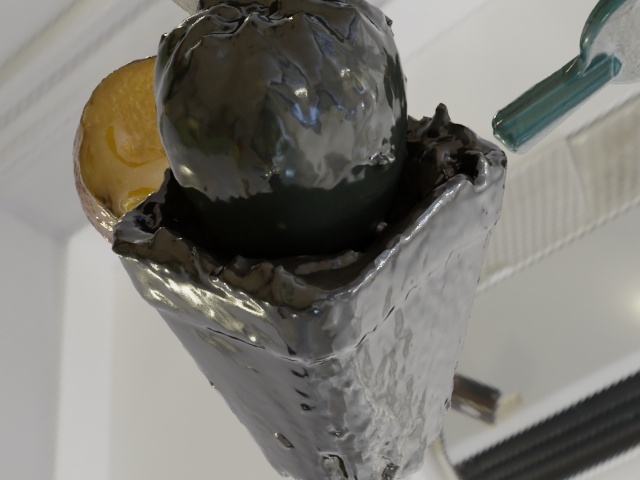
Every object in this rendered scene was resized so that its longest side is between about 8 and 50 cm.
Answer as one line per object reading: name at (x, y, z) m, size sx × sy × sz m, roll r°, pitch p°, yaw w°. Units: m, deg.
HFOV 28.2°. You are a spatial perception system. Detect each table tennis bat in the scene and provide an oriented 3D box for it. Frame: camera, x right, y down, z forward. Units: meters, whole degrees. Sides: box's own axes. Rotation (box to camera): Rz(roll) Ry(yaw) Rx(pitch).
table tennis bat at (0.193, -0.124, 0.809) m, size 0.201 × 0.124 × 0.033 m, roll -38°, pitch -122°, yaw 18°

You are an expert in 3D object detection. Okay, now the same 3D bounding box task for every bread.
bread at (-0.087, -0.066, 1.135) m, size 0.142 × 0.269 × 0.195 m, roll 107°, pitch -11°, yaw -79°

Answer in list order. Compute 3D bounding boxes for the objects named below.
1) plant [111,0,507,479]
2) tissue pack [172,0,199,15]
plant at (0.000, 0.000, 0.615) m, size 0.142 × 0.256 × 0.164 m, roll 15°, pitch -139°, yaw 40°
tissue pack at (-0.025, -0.335, 1.113) m, size 0.170 × 0.071 × 0.325 m, roll 39°, pitch -103°, yaw 16°
